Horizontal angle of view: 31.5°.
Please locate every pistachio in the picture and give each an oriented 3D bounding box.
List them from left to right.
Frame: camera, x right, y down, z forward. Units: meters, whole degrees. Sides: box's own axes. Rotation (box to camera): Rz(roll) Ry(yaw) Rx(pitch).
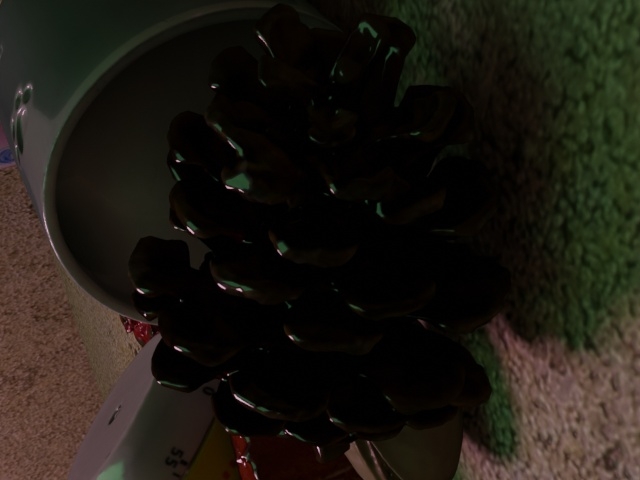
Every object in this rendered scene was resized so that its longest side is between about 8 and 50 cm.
[{"bbox_3d":[0.052,0.121,0.850,0.113,0.113,0.149,120,131,-64],"label":"pistachio"}]

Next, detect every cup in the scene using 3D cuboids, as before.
[{"bbox_3d":[-0.108,-0.076,0.931,0.274,0.259,0.356,52,165,48],"label":"cup"}]

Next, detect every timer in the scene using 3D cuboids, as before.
[{"bbox_3d":[-0.107,0.250,1.220,0.285,0.285,0.285,53,153,43],"label":"timer"}]

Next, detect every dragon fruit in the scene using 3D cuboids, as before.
[{"bbox_3d":[-0.225,0.089,1.561,0.142,0.121,0.130,-86,18,-74],"label":"dragon fruit"}]

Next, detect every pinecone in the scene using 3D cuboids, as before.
[{"bbox_3d":[0.000,0.000,0.708,0.244,0.244,0.309,49,140,49],"label":"pinecone"}]

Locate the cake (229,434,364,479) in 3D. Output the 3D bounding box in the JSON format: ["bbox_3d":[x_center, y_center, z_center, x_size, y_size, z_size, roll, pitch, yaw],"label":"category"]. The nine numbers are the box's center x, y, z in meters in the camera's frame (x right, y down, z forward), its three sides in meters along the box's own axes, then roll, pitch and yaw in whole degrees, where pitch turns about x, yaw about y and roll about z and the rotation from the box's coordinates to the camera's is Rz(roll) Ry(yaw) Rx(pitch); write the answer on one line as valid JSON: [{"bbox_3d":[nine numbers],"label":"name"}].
[{"bbox_3d":[0.010,0.237,1.012,0.177,0.151,0.282,109,141,-78],"label":"cake"}]

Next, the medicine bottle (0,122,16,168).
[{"bbox_3d":[-0.370,-0.185,1.506,0.152,0.255,0.151,164,90,-71],"label":"medicine bottle"}]
